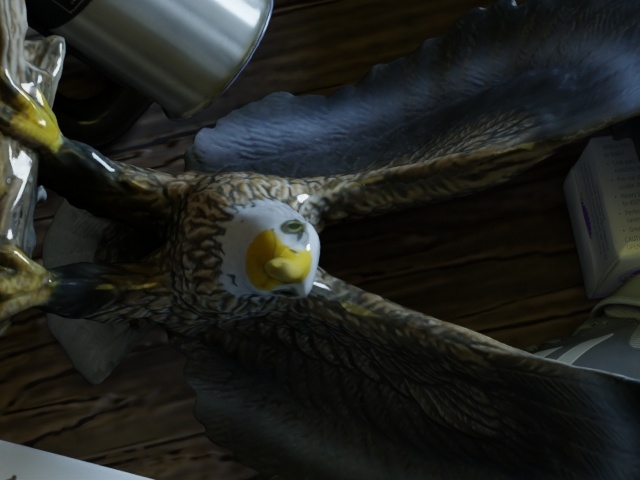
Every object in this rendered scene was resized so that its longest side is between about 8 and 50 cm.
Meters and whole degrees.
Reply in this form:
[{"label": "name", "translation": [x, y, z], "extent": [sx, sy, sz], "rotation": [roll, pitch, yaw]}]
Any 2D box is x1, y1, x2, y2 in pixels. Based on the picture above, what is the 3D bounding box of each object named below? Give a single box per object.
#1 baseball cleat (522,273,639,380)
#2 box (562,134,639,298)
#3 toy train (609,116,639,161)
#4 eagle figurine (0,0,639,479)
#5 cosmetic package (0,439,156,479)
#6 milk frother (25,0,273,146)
[{"label": "baseball cleat", "translation": [0.110, 0.071, 0.726], "extent": [0.206, 0.072, 0.109], "rotation": [-3, 41, 14]}, {"label": "box", "translation": [0.286, -0.030, 0.780], "extent": [0.324, 0.063, 0.067], "rotation": [-8, 71, -8]}, {"label": "toy train", "translation": [0.203, -0.162, 0.751], "extent": [0.190, 0.142, 0.334], "rotation": [-12, 57, 5]}, {"label": "eagle figurine", "translation": [0.001, 0.004, 0.644], "extent": [0.298, 0.226, 0.225], "rotation": [6, 35, -9]}, {"label": "cosmetic package", "translation": [-0.093, 0.197, 0.621], "extent": [0.366, 0.155, 0.197], "rotation": [13, 67, 0]}, {"label": "milk frother", "translation": [-0.114, -0.134, 0.768], "extent": [0.135, 0.129, 0.143], "rotation": [34, 34, -29]}]
